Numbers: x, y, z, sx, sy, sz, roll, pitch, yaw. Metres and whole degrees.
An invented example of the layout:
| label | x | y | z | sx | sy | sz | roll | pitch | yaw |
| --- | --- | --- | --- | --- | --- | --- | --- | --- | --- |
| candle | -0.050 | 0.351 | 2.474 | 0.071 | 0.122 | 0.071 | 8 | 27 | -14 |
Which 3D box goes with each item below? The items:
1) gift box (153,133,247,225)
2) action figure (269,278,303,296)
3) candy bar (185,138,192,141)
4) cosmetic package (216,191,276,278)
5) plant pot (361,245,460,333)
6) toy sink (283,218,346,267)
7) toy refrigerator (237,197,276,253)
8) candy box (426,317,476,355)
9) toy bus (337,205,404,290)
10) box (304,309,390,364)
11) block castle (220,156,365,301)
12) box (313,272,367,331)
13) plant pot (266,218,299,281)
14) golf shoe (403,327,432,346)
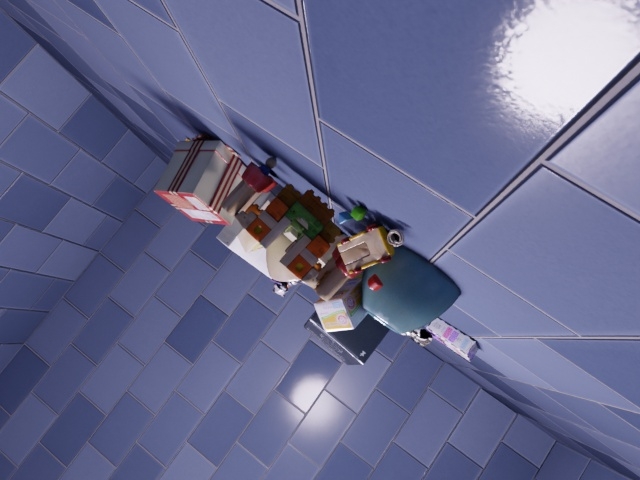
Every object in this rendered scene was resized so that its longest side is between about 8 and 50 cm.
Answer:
| label | x | y | z | sx | sy | sz | roll | pitch | yaw |
| --- | --- | --- | --- | --- | --- | --- | --- | --- | --- |
| gift box | -0.395 | -0.219 | 1.604 | 0.276 | 0.258 | 0.255 | 9 | 157 | 29 |
| action figure | -0.106 | 0.133 | 2.100 | 0.341 | 0.330 | 0.178 | 29 | 170 | 41 |
| candy bar | -0.541 | -0.404 | 1.960 | 0.161 | 0.018 | 0.040 | 40 | 171 | -32 |
| cosmetic package | -0.241 | -0.027 | 1.913 | 0.097 | 0.284 | 0.377 | 35 | 172 | 33 |
| plant pot | 0.232 | 0.158 | 1.291 | 0.290 | 0.195 | 0.290 | 36 | 173 | 5 |
| toy sink | 0.000 | 0.000 | 1.602 | 0.234 | 0.131 | 0.153 | 42 | 171 | -9 |
| toy refrigerator | -0.202 | -0.054 | 1.653 | 0.269 | 0.102 | 0.094 | -40 | 74 | 43 |
| candy box | 0.564 | 0.419 | 1.856 | 0.196 | 0.070 | 0.165 | 32 | 171 | 33 |
| toy bus | 0.143 | 0.012 | 1.139 | 0.202 | 0.191 | 0.104 | 32 | -146 | 34 |
| box | 0.108 | 0.393 | 1.984 | 0.293 | 0.212 | 0.395 | 40 | 164 | 5 |
| block castle | -0.067 | -0.049 | 1.353 | 0.453 | 0.213 | 0.303 | 43 | -177 | -5 |
| box | 0.089 | 0.192 | 1.378 | 0.114 | 0.203 | 0.103 | -15 | 102 | 37 |
| plant pot | -0.108 | 0.014 | 1.806 | 0.284 | 0.284 | 0.191 | 24 | 137 | 56 |
| golf shoe | 0.395 | 0.379 | 1.879 | 0.198 | 0.077 | 0.094 | 27 | 151 | 3 |
